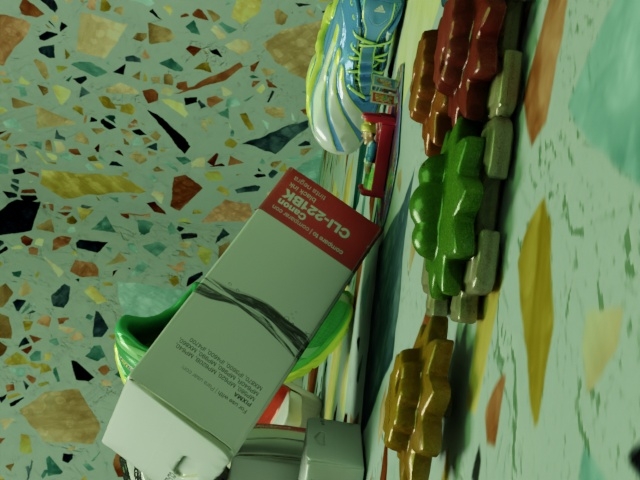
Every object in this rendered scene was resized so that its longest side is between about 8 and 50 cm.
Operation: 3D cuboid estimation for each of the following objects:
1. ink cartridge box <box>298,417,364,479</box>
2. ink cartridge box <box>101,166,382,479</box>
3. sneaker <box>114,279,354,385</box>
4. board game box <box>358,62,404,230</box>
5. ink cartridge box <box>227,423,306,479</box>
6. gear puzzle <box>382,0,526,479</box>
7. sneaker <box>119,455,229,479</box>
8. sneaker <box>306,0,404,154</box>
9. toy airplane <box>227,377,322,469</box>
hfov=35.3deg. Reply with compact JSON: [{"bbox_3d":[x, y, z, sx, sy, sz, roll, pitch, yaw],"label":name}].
[{"bbox_3d":[0.004,0.229,0.880,0.088,0.052,0.122,-92,8,-74],"label":"ink cartridge box"},{"bbox_3d":[-0.077,0.094,0.963,0.273,0.114,0.197,-56,0,-33],"label":"ink cartridge box"},{"bbox_3d":[-0.104,0.106,1.176,0.109,0.295,0.124,-97,-9,-58],"label":"sneaker"},{"bbox_3d":[0.053,-0.090,0.992,0.133,0.033,0.169,101,176,-57],"label":"board game box"},{"bbox_3d":[-0.048,0.315,1.081,0.283,0.117,0.207,117,160,-84],"label":"ink cartridge box"},{"bbox_3d":[0.059,-0.045,0.514,0.175,0.044,0.339,136,142,-86],"label":"gear puzzle"},{"bbox_3d":[-0.160,0.322,1.204,0.111,0.121,0.300,-40,57,57],"label":"sneaker"},{"bbox_3d":[0.037,-0.212,1.084,0.126,0.091,0.240,-116,34,-85],"label":"sneaker"},{"bbox_3d":[-0.150,0.356,1.550,0.386,0.272,0.384,102,176,-65],"label":"toy airplane"}]
